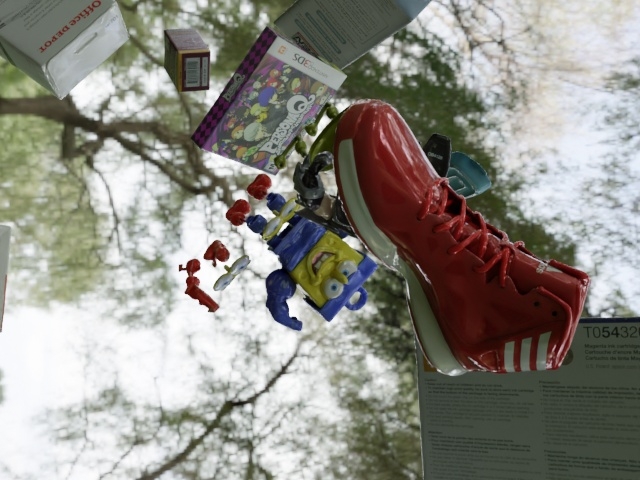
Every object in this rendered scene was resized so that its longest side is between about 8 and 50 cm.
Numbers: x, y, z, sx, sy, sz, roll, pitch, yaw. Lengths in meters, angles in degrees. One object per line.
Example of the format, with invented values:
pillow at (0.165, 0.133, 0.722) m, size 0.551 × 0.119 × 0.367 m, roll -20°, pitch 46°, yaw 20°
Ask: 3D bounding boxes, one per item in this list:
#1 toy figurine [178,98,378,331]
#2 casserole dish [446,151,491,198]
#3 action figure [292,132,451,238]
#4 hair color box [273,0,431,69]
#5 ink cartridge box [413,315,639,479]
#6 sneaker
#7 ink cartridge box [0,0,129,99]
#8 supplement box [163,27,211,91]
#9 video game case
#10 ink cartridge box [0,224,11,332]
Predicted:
toy figurine at (0.000, 0.000, 1.237) m, size 0.217 × 0.362 × 0.191 m, roll 45°, pitch -10°, yaw -21°
casserole dish at (0.300, -0.136, 1.939) m, size 0.114 × 0.037 × 0.188 m, roll 46°, pitch -17°, yaw -10°
action figure at (0.062, -0.046, 0.966) m, size 0.285 × 0.185 × 0.099 m, roll 135°, pitch -39°, yaw -83°
hair color box at (0.068, -0.507, 1.922) m, size 0.185 × 0.113 × 0.374 m, roll 47°, pitch -28°, yaw -13°
ink cartridge box at (0.283, 0.256, 1.085) m, size 0.324 × 0.071 × 0.330 m, roll -4°, pitch -91°, yaw 31°
sneaker at (0.105, -0.003, 0.572) m, size 0.128 × 0.087 × 0.221 m, roll -5°, pitch -52°, yaw 41°
ink cartridge box at (-0.382, -0.303, 1.201) m, size 0.191 × 0.139 × 0.082 m, roll 36°, pitch -20°, yaw 17°
supplement box at (-0.171, -0.231, 1.121) m, size 0.083 × 0.043 × 0.055 m, roll -123°, pitch -148°, yaw -49°
video game case at (-0.086, -0.234, 1.525) m, size 0.232 × 0.210 × 0.042 m, roll -53°, pitch -124°, yaw 14°
ink cartridge box at (-0.408, 0.048, 0.965) m, size 0.198 × 0.067 × 0.115 m, roll -13°, pitch -107°, yaw 52°
